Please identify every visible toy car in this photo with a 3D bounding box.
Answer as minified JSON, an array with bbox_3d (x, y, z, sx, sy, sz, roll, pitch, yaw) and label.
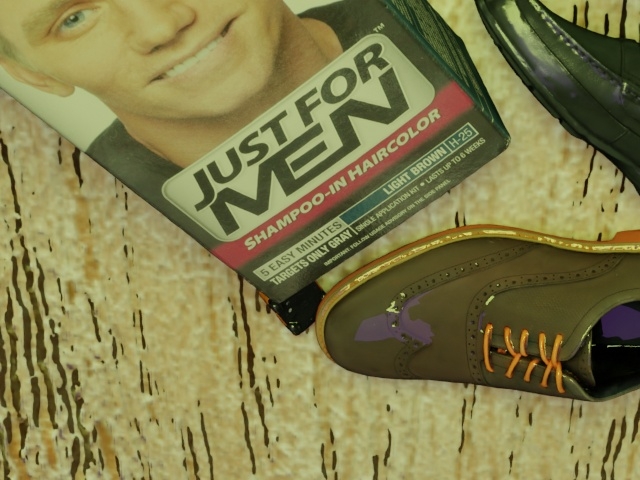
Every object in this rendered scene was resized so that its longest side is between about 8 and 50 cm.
[{"bbox_3d":[0.000,0.000,0.997,0.040,0.060,0.122,41,100,34],"label":"toy car"}]

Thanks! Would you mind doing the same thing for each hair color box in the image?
[{"bbox_3d":[-0.067,-0.122,0.814,0.174,0.105,0.347,-35,134,16],"label":"hair color box"}]

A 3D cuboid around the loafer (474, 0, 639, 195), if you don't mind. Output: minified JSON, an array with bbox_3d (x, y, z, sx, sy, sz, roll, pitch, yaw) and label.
[{"bbox_3d":[0.180,-0.083,0.908,0.223,0.076,0.078,40,108,-17],"label":"loafer"}]

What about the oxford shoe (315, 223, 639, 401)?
[{"bbox_3d":[0.127,0.049,0.958,0.271,0.098,0.097,-8,114,10],"label":"oxford shoe"}]
